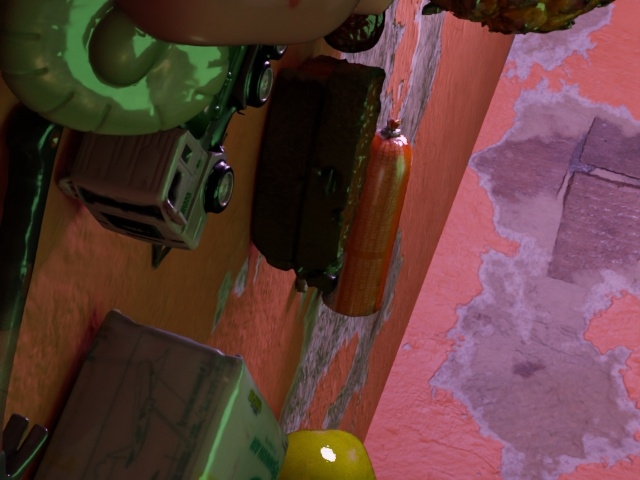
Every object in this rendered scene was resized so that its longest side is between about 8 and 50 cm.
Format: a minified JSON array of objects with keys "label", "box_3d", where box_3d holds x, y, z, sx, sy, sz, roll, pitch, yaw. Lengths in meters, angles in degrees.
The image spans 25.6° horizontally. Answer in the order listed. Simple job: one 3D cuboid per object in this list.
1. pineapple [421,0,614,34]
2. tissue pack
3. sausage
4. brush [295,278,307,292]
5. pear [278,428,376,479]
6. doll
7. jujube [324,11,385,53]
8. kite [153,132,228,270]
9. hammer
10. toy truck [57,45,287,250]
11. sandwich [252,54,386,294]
[{"label":"pineapple","box_3d":[0.240,-0.424,1.715,0.352,0.352,0.300,-60,174,-47]},{"label":"tissue pack","box_3d":[-0.168,0.294,1.222,0.287,0.162,0.388,71,38,-68]},{"label":"sausage","box_3d":[0.073,-0.040,2.086,0.093,0.093,0.312,-53,158,-60]},{"label":"brush","box_3d":[0.000,0.000,1.989,0.043,0.014,0.170,91,18,-53]},{"label":"pear","box_3d":[-0.004,0.362,2.058,0.219,0.187,0.187,-21,131,-49]},{"label":"doll","box_3d":[-0.076,-0.205,0.853,0.268,0.216,0.284,-4,110,-38]},{"label":"jujube","box_3d":[0.041,-0.275,1.582,0.077,0.077,0.129,-3,105,-79]},{"label":"kite","box_3d":[-0.123,-0.047,1.289,0.183,0.010,0.160,48,60,-78]},{"label":"hammer","box_3d":[-0.209,0.050,0.934,0.111,0.033,0.288,-26,132,-63]},{"label":"toy truck","box_3d":[-0.101,-0.123,1.041,0.125,0.101,0.242,61,45,-69]},{"label":"sandwich","box_3d":[0.001,-0.104,1.589,0.292,0.109,0.212,97,8,-55]}]
